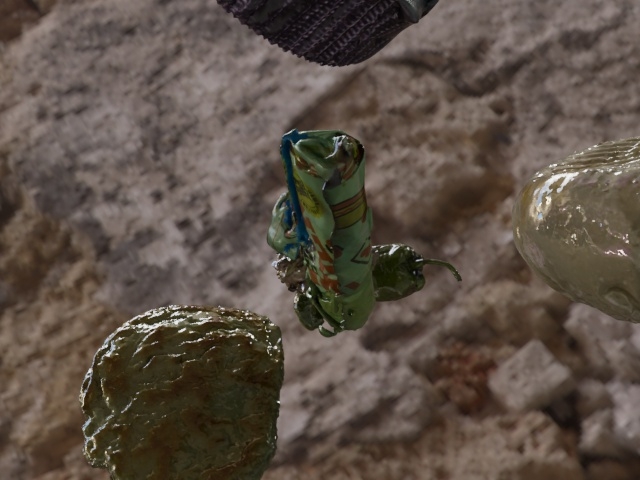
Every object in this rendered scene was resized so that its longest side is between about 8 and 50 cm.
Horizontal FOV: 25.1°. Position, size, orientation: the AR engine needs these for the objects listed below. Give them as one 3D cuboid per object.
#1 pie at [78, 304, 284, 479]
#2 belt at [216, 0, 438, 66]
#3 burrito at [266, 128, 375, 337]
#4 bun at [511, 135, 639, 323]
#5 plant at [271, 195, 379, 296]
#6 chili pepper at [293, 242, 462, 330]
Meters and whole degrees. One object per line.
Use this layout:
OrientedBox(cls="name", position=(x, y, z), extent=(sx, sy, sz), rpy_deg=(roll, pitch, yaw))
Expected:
OrientedBox(cls="pie", position=(-0.132, 0.163, 1.391), extent=(0.201, 0.248, 0.090), rpy_deg=(-3, -41, 9))
OrientedBox(cls="belt", position=(-0.023, -0.258, 1.038), extent=(0.260, 0.325, 0.122), rpy_deg=(41, -63, -13))
OrientedBox(cls="burrito", position=(-0.002, -0.010, 1.190), extent=(0.054, 0.104, 0.288), rpy_deg=(-43, -27, -19))
OrientedBox(cls="bun", position=(0.412, -0.011, 1.695), extent=(0.365, 0.365, 0.219), rpy_deg=(-12, -80, -20))
OrientedBox(cls="plant", position=(0.000, 0.000, 1.557), extent=(0.116, 0.104, 0.122), rpy_deg=(-14, -76, -1))
OrientedBox(cls="chili pepper", position=(0.067, 0.043, 1.643), extent=(0.204, 0.073, 0.072), rpy_deg=(-19, -11, 20))
